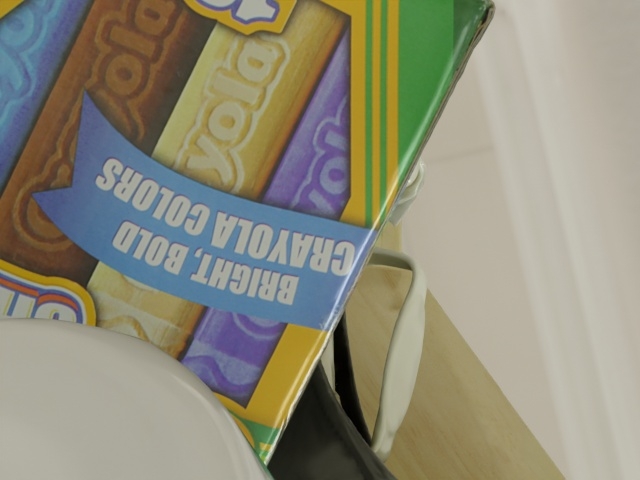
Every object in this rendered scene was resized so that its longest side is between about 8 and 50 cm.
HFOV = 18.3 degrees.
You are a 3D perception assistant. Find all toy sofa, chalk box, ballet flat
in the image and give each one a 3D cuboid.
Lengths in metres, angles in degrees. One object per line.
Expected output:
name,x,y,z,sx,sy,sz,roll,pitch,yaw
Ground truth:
toy sofa,0.025,0.110,1.004,0.150,0.362,0.177,5,124,-34
chalk box,-0.098,-0.006,0.741,0.179,0.289,0.180,26,-175,-19
ballet flat,0.000,0.000,0.882,0.096,0.280,0.095,-9,160,16

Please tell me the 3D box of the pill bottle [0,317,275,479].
pill bottle,-0.048,0.211,0.595,0.204,0.204,0.361,-15,130,16
